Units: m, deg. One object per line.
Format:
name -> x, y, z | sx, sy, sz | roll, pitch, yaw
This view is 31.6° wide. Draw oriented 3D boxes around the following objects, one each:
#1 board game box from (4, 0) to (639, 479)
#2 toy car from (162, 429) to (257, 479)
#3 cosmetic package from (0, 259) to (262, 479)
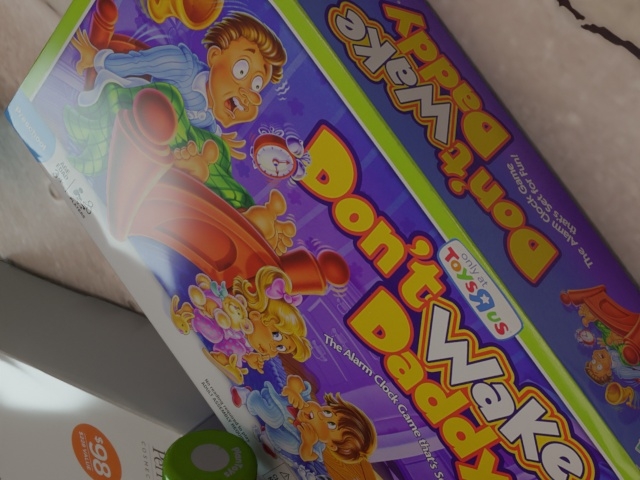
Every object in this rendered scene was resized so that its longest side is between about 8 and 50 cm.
board game box -> 0.000, 0.000, 0.583 | 0.347, 0.078, 0.233 | 54, 137, 4
toy car -> -0.031, 0.221, 0.590 | 0.188, 0.149, 0.155 | 25, 129, 25
cosmetic package -> -0.152, 0.228, 0.844 | 0.284, 0.097, 0.377 | 15, 122, 33
